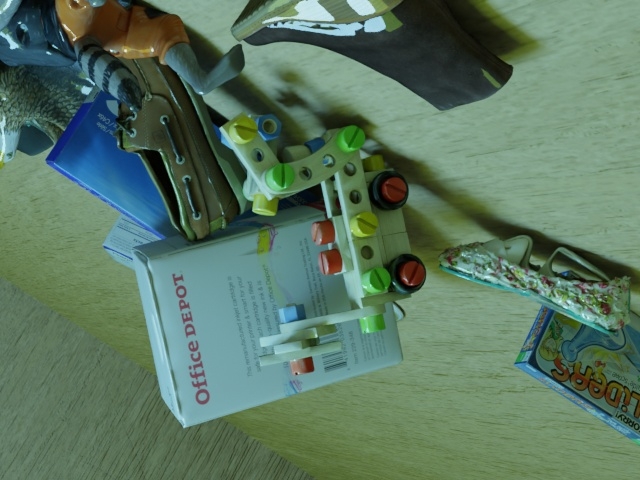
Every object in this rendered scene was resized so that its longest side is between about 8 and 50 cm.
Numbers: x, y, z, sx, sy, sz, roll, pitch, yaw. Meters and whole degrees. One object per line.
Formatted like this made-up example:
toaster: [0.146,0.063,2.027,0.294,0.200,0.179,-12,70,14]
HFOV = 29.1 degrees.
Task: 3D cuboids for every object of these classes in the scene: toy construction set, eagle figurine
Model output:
toy construction set: [0.000,0.000,1.464,0.215,0.327,0.151,-10,-169,-24]
eagle figurine: [-0.400,-0.196,1.728,0.298,0.225,0.226,6,-133,-44]

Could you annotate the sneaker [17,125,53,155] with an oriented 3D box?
sneaker: [-0.543,-0.193,2.039,0.222,0.083,0.118,13,156,38]

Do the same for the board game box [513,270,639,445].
board game box: [0.355,0.148,1.538,0.201,0.136,0.035,32,162,-12]

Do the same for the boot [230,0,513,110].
boot: [0.040,-0.184,1.177,0.207,0.090,0.248,38,156,-21]

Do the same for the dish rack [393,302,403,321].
dish rack: [-0.029,0.104,2.106,0.286,0.072,0.333,30,163,-7]

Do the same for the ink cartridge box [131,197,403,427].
ink cartridge box: [-0.069,0.083,1.599,0.131,0.306,0.226,-156,54,-71]

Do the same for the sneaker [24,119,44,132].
sneaker: [-0.476,-0.202,1.906,0.166,0.076,0.065,34,-160,-3]

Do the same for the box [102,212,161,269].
box: [-0.264,-0.012,2.024,0.126,0.137,0.072,24,162,16]

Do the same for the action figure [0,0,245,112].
action figure: [-0.289,-0.242,1.249,0.330,0.178,0.341,14,177,40]

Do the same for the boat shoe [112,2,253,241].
boat shoe: [-0.194,-0.141,1.478,0.307,0.104,0.111,58,163,-12]

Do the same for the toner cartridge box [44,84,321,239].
toner cartridge box: [-0.175,-0.076,1.654,0.348,0.165,0.075,34,173,-20]

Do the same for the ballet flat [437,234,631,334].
ballet flat: [0.262,0.037,1.480,0.241,0.077,0.091,21,-170,15]
